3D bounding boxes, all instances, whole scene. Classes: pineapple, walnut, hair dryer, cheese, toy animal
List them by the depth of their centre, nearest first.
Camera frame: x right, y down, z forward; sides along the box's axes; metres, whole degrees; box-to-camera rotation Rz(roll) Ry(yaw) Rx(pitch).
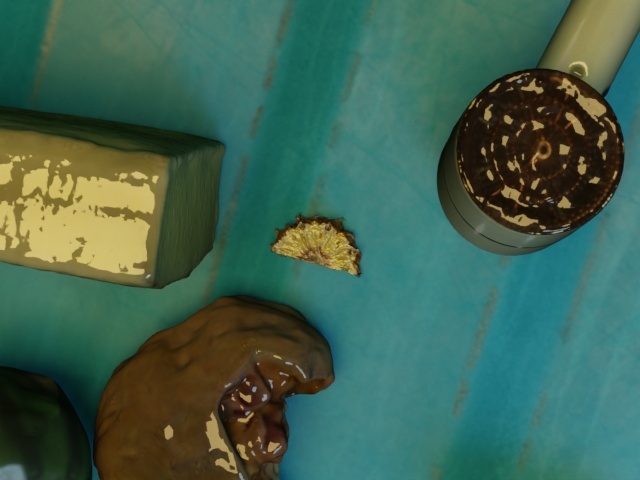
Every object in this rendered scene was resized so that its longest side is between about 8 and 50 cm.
[{"bbox_3d":[0.215,-0.160,1.356,0.128,0.203,0.362,28,86,3],"label":"hair dryer"},{"bbox_3d":[-0.231,-0.043,1.402,0.266,0.242,0.123,8,93,7],"label":"cheese"},{"bbox_3d":[-0.105,0.167,1.481,0.204,0.141,0.238,12,100,11],"label":"walnut"},{"bbox_3d":[0.000,0.000,1.490,0.083,0.019,0.045,14,109,5],"label":"pineapple"},{"bbox_3d":[-0.344,0.233,1.499,0.338,0.216,0.191,-45,59,25],"label":"toy animal"}]
